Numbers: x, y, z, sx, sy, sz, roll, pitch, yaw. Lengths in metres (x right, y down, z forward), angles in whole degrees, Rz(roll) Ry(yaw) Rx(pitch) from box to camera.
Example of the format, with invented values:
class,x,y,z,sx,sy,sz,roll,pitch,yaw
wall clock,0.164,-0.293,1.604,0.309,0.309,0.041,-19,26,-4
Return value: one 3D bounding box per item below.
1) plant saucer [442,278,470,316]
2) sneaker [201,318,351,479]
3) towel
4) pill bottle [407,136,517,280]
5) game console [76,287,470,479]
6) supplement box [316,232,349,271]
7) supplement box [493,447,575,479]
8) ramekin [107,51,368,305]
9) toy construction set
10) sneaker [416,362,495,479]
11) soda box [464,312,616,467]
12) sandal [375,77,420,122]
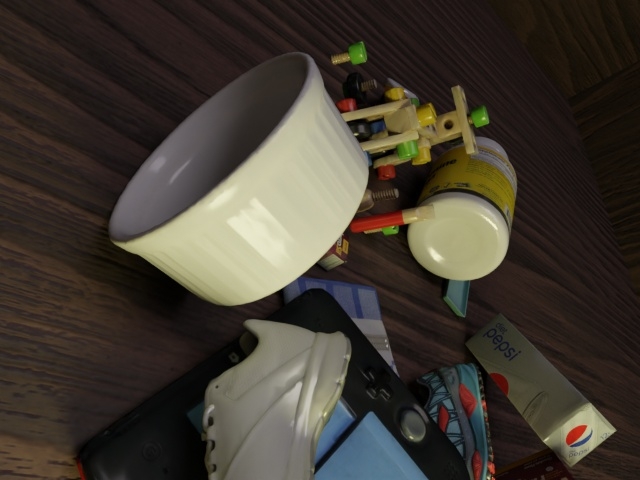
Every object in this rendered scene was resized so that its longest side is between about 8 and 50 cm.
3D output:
class,x,y,z,sx,sy,sz,roll,pitch,yaw
plant saucer,0.291,0.076,1.173,0.067,0.018,0.192,47,38,-19
sneaker,-0.062,0.198,0.518,0.129,0.111,0.297,18,41,2
towel,0.039,0.190,0.785,0.209,0.034,0.285,12,57,-44
pill bottle,0.303,-0.084,1.147,0.188,0.188,0.334,51,37,-15
game console,-0.007,0.255,0.602,0.342,0.060,0.386,54,40,5
supplement box,0.000,0.000,0.849,0.083,0.043,0.055,37,42,-31
supplement box,0.363,0.465,0.841,0.194,0.129,0.191,64,5,-4
ramekin,-0.082,-0.061,0.607,0.135,0.277,0.277,48,38,-30
toy construction set,0.168,-0.161,0.955,0.257,0.237,0.308,47,39,-56
sneaker,0.190,0.305,0.827,0.262,0.125,0.104,-79,158,-52
soda box,0.373,0.251,0.982,0.091,0.098,0.286,44,8,-24
sandal,0.159,-0.278,1.174,0.102,0.076,0.265,39,12,11
